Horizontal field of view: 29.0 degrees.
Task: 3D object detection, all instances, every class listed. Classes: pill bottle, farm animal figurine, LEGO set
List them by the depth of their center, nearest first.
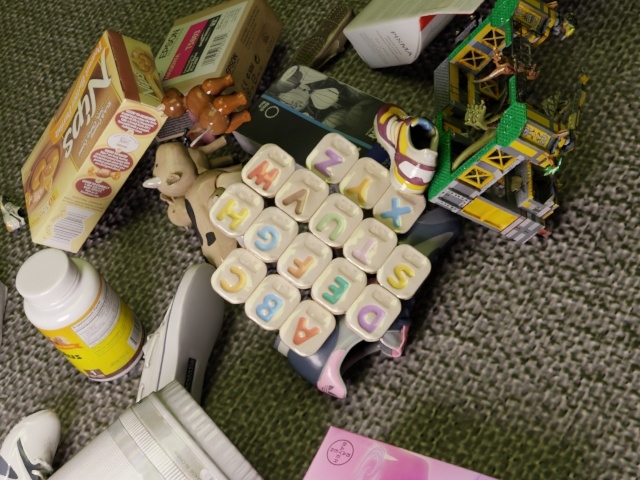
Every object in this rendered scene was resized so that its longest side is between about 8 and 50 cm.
[{"bbox_3d":[0.283,-0.160,1.682,0.255,0.192,0.331,-48,30,37],"label":"LEGO set"},{"bbox_3d":[-0.346,0.105,1.780,0.117,0.215,0.117,-13,50,16],"label":"pill bottle"},{"bbox_3d":[-0.166,-0.075,1.830,0.172,0.330,0.327,-25,76,-10],"label":"farm animal figurine"}]

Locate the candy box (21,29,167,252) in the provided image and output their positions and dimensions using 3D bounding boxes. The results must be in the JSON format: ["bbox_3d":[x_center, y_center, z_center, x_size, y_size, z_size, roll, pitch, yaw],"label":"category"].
[{"bbox_3d":[-0.367,-0.155,1.978,0.316,0.087,0.183,-51,41,28],"label":"candy box"}]

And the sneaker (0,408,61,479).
[{"bbox_3d":[-0.375,0.351,1.684,0.153,0.094,0.235,8,59,29],"label":"sneaker"}]

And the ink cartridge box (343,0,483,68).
[{"bbox_3d":[0.238,-0.401,1.879,0.308,0.091,0.385,-47,23,-15],"label":"ink cartridge box"}]

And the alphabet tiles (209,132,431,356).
[{"bbox_3d":[0.000,0.000,1.632,0.284,0.021,0.278,37,74,7],"label":"alphabet tiles"}]

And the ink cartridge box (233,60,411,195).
[{"bbox_3d":[0.025,-0.157,1.913,0.333,0.065,0.165,29,70,38],"label":"ink cartridge box"}]

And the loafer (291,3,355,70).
[{"bbox_3d":[0.012,-0.324,2.061,0.148,0.050,0.056,-48,44,6],"label":"loafer"}]

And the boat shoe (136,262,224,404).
[{"bbox_3d":[-0.206,0.160,1.740,0.088,0.096,0.267,0,75,34],"label":"boat shoe"}]

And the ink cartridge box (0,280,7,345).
[{"bbox_3d":[-0.686,0.071,1.906,0.272,0.309,0.130,-17,49,13],"label":"ink cartridge box"}]

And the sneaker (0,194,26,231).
[{"bbox_3d":[-0.527,-0.049,2.118,0.037,0.032,0.083,-22,51,-10],"label":"sneaker"}]

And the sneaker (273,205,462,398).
[{"bbox_3d":[0.095,0.086,1.679,0.319,0.112,0.131,-40,70,-10],"label":"sneaker"}]

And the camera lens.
[{"bbox_3d":[-0.219,0.335,1.534,0.274,0.219,0.219,-41,48,-8],"label":"camera lens"}]

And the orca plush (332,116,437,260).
[{"bbox_3d":[0.069,-0.072,1.765,0.102,0.151,0.287,19,62,35],"label":"orca plush"}]

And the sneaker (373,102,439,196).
[{"bbox_3d":[0.125,-0.143,1.677,0.185,0.069,0.084,-105,34,-47],"label":"sneaker"}]

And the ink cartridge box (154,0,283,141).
[{"bbox_3d":[-0.187,-0.291,2.064,0.193,0.088,0.234,-11,44,33],"label":"ink cartridge box"}]

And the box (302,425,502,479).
[{"bbox_3d":[0.082,0.362,1.439,0.243,0.117,0.213,14,61,33],"label":"box"}]
